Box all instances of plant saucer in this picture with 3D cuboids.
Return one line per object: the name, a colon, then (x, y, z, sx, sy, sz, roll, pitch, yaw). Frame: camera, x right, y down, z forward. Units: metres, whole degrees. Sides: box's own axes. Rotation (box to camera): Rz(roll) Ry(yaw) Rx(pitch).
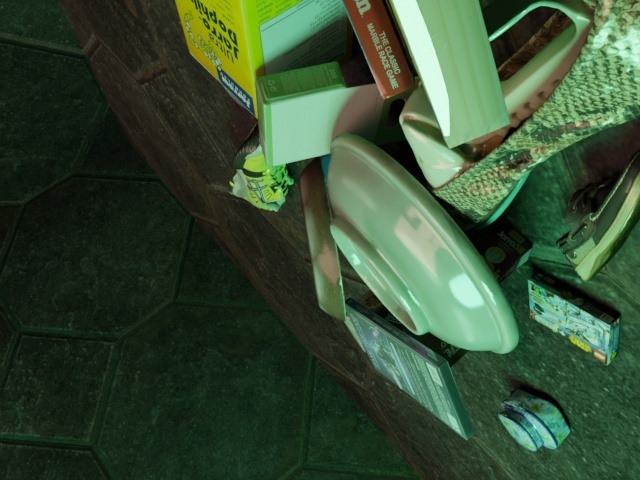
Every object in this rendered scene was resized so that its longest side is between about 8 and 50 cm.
plant saucer: (0.116, 0.029, 0.891, 0.400, 0.101, 0.400, 51, 175, 6)
plant saucer: (0.000, 0.000, 1.115, 0.310, 0.050, 0.310, 172, 90, -90)

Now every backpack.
backpack: (0.411, 0.352, 1.156, 0.105, 0.084, 0.114, 55, 160, -14)

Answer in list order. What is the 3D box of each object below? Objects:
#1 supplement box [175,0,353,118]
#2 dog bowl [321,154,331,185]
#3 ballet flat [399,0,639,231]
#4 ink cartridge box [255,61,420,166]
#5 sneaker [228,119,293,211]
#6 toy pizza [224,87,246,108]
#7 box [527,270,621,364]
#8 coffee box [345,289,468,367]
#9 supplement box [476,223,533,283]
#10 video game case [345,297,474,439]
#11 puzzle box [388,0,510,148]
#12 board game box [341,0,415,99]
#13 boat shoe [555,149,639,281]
supplement box: (-0.083, -0.378, 0.823, 0.195, 0.194, 0.356, 46, 161, 21)
dog bowl: (0.116, -0.055, 1.148, 0.297, 0.074, 0.166, 58, 162, -13)
ballet flat: (0.187, -0.143, 0.610, 0.182, 0.163, 0.483, 18, 162, -8)
ink cartridge box: (0.025, -0.194, 0.902, 0.171, 0.235, 0.056, 97, 157, -67)
sneaker: (-0.129, -0.184, 1.482, 0.147, 0.145, 0.384, 32, 165, -1)
toy pizza: (-0.193, -0.389, 1.364, 0.201, 0.032, 0.201, 46, 160, 22)
box: (0.371, 0.112, 0.886, 0.137, 0.027, 0.093, 36, 155, 44)
coffee box: (0.186, 0.161, 1.226, 0.118, 0.168, 0.297, 57, 163, -11)
supplement box: (0.265, 0.025, 0.894, 0.055, 0.083, 0.043, 44, 160, 26)
video game case: (0.157, 0.230, 1.112, 0.274, 0.026, 0.196, 31, 152, 53)
puzzle box: (0.037, -0.301, 0.475, 0.272, 0.052, 0.408, 52, -159, -47)
board game box: (0.044, -0.203, 0.521, 0.145, 0.027, 0.281, 64, -165, -12)
boat shoe: (0.313, -0.028, 0.676, 0.073, 0.080, 0.223, 39, 163, 25)
